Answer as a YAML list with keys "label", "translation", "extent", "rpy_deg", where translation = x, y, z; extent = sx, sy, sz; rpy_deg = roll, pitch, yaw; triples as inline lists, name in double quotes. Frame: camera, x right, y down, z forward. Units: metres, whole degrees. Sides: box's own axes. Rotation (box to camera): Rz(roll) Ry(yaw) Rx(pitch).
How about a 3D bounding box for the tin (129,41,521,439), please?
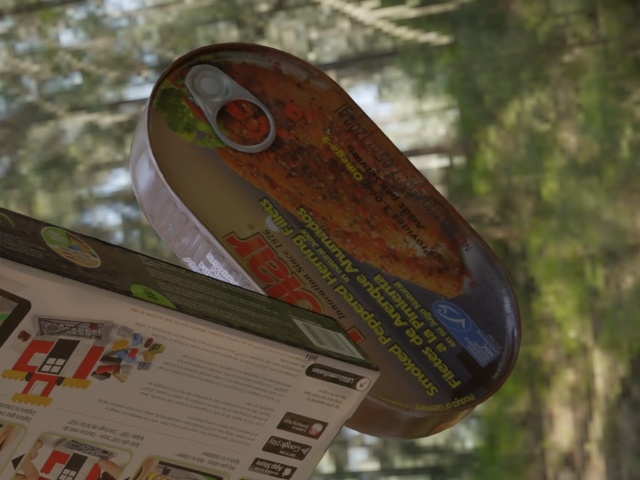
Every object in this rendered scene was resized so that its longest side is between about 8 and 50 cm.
- label: "tin"
  translation: [0.000, 0.000, 0.744]
  extent: [0.189, 0.040, 0.106]
  rpy_deg: [48, -133, 9]

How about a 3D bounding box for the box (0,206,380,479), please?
- label: "box"
  translation: [-0.087, 0.055, 0.574]
  extent: [0.207, 0.114, 0.036]
  rpy_deg: [21, -161, -43]
